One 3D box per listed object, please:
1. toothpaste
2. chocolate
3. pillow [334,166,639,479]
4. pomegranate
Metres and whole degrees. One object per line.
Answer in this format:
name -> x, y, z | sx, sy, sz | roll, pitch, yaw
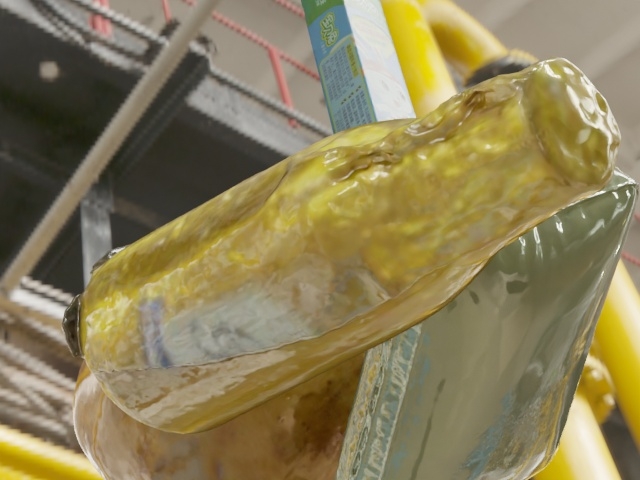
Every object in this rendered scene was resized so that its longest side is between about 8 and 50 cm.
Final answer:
toothpaste -> 0.036, -0.134, 1.227 | 0.065, 0.266, 0.050 | 26, -53, -36
chocolate -> 0.000, 0.000, 0.938 | 0.162, 0.162, 0.445 | 25, -34, -28
pillow -> 0.136, 0.097, 1.185 | 0.255, 0.120, 0.322 | -16, -49, -37
pomegranate -> -0.058, 0.172, 1.515 | 0.410, 0.410, 0.410 | -6, -50, -7
